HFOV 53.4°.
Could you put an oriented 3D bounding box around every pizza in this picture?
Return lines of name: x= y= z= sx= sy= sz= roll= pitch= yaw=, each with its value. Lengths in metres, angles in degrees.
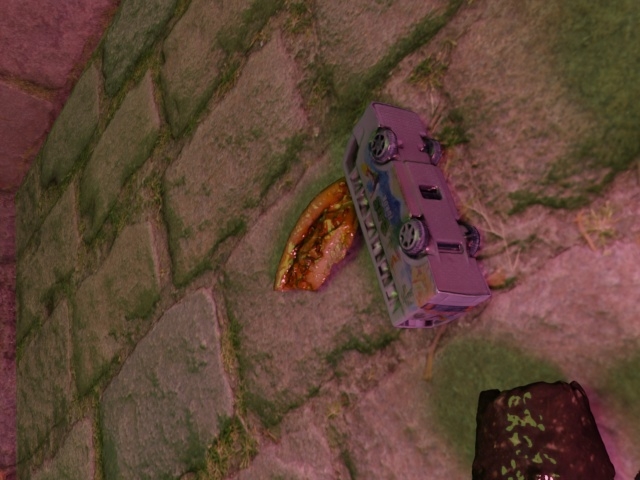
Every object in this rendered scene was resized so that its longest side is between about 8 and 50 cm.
pizza: x=-0.003 y=-0.001 z=1.087 sx=0.271 sy=0.056 sz=0.134 roll=-47 pitch=40 yaw=33

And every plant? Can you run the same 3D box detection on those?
plant: x=0.236 y=0.251 z=0.678 sx=0.132 sy=0.129 sz=0.194 roll=-26 pitch=58 yaw=46

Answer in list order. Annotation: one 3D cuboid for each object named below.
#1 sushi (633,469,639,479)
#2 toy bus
sushi: x=0.390 y=0.192 z=0.502 sx=0.192 sy=0.040 sz=0.210 roll=-48 pitch=35 yaw=-12
toy bus: x=0.123 y=-0.040 z=0.914 sx=0.136 sy=0.109 sz=0.329 roll=-50 pitch=45 yaw=45
